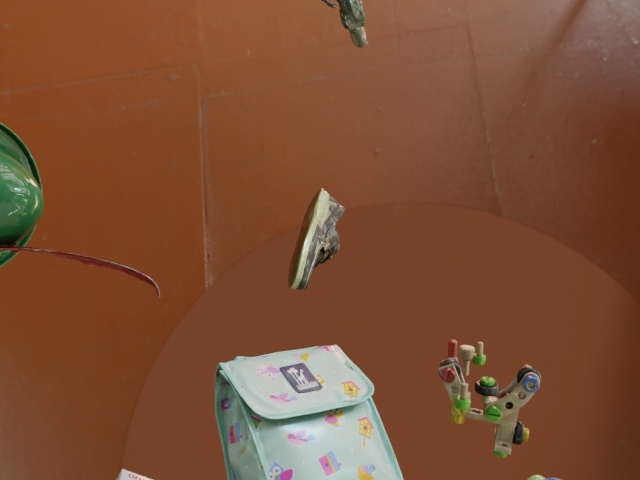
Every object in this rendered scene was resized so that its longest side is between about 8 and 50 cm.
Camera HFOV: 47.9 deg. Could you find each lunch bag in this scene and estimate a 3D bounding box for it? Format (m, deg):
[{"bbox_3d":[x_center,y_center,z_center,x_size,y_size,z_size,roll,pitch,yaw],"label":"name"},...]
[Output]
[{"bbox_3d":[-0.027,0.286,1.061,0.223,0.160,0.263,-5,69,-33],"label":"lunch bag"}]

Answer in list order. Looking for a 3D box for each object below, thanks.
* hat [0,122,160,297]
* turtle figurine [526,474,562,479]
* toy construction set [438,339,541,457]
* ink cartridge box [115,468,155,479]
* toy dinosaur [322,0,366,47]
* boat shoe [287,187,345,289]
[{"bbox_3d":[-0.291,-0.026,0.663,0.183,0.208,0.173,15,111,41],"label":"hat"},{"bbox_3d":[0.432,0.610,1.401,0.274,0.197,0.267,-39,52,37],"label":"turtle figurine"},{"bbox_3d":[0.407,0.415,1.849,0.257,0.309,0.238,-2,103,-13],"label":"toy construction set"},{"bbox_3d":[-0.315,0.493,1.261,0.127,0.175,0.072,24,99,-13],"label":"ink cartridge box"},{"bbox_3d":[-0.027,-0.338,0.834,0.268,0.118,0.064,42,112,-3],"label":"toy dinosaur"},{"bbox_3d":[0.000,0.000,1.263,0.073,0.080,0.224,23,46,-8],"label":"boat shoe"}]
